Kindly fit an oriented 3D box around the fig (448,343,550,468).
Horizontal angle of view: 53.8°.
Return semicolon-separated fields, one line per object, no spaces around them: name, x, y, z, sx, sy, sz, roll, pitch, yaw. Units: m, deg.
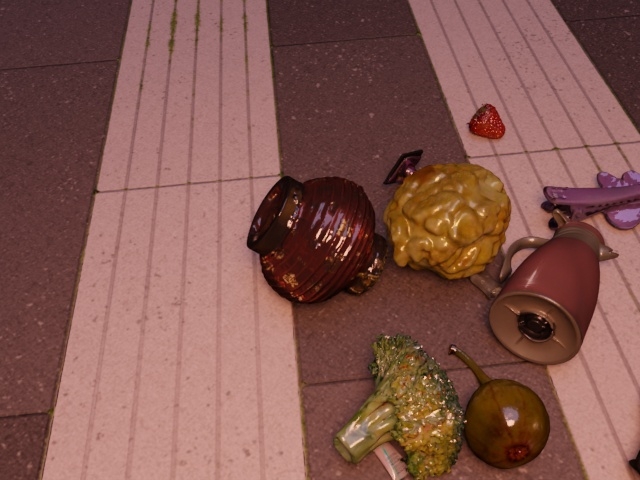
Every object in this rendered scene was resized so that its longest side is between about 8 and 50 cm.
fig;0.255;0.239;0.962;0.124;0.124;0.236;-12;26;-7

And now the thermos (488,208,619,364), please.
thermos;0.390;0.065;1.071;0.176;0.146;0.265;14;41;30

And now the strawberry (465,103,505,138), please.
strawberry;0.371;-0.258;1.398;0.083;0.073;0.073;42;55;-10

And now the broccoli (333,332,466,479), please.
broccoli;0.106;0.253;0.912;0.194;0.194;0.219;-32;84;-23

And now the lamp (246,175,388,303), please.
lamp;0.000;0.000;1.087;0.247;0.247;0.247;-1;49;1

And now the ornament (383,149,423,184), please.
ornament;0.235;-0.090;1.255;0.203;0.088;0.081;39;36;16

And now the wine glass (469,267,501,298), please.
wine glass;0.286;0.068;1.133;0.042;0.039;0.083;-18;53;-27

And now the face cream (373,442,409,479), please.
face cream;0.091;0.309;0.944;0.038;0.020;0.115;-28;54;-25

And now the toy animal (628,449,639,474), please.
toy animal;0.523;0.295;0.891;0.146;0.114;0.245;23;32;13

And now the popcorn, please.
popcorn;0.213;-0.038;1.098;0.235;0.181;0.217;-29;43;-4

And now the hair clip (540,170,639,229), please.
hair clip;0.551;-0.083;1.225;0.278;0.090;0.137;-4;52;-7
